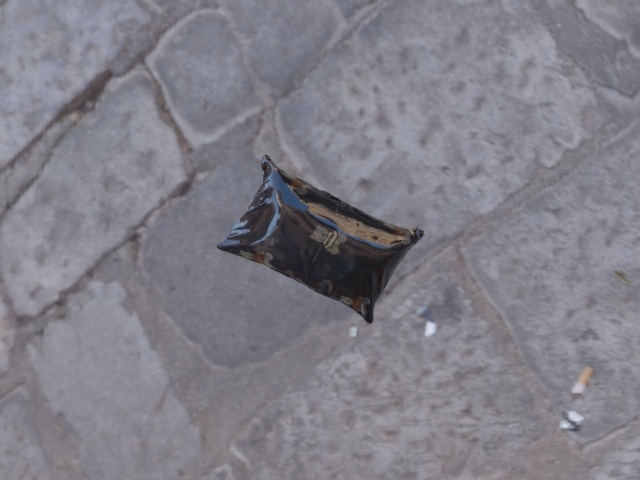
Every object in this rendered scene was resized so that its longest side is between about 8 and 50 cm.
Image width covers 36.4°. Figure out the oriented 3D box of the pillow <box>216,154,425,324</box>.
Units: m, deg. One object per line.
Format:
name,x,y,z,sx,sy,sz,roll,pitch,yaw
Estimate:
pillow,0.000,0.000,0.799,0.090,0.150,0.048,-55,14,33
